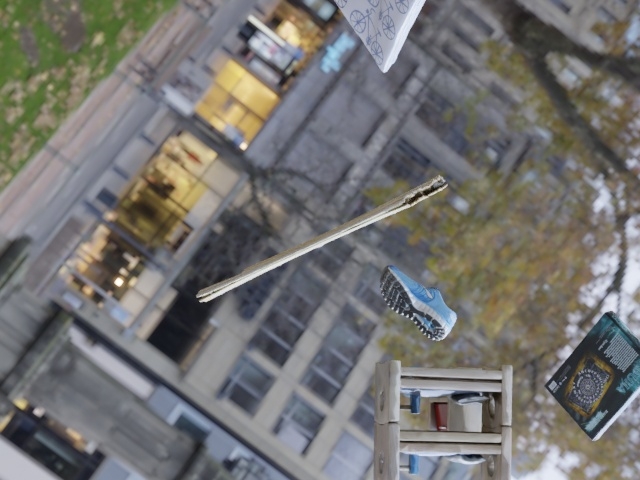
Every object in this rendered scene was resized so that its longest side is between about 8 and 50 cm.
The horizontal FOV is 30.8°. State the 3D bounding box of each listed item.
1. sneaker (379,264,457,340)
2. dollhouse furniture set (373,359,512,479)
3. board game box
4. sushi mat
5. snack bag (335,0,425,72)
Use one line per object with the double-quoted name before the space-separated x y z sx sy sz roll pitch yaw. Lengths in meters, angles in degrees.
"sneaker" 0.172 0.103 2.038 0.073 0.162 0.063 -34 163 -41
"dollhouse furniture set" 0.113 0.197 1.239 0.184 0.129 0.129 143 -50 -77
"board game box" 0.464 0.224 1.917 0.026 0.126 0.186 -8 139 -44
"sushi mat" 0.000 0.000 1.459 0.317 0.019 0.151 -25 -178 26
"snack bag" 0.066 -0.440 1.482 0.037 0.323 0.342 -17 157 -29
